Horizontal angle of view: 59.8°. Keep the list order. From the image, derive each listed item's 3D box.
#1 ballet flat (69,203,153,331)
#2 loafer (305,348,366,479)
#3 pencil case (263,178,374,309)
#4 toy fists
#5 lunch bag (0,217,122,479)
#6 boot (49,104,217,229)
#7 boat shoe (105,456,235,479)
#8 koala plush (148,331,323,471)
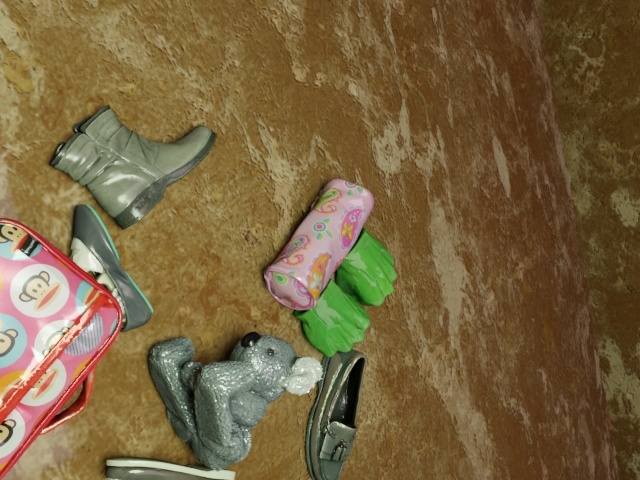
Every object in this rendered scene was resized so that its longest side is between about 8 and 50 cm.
[{"bbox_3d":[-0.317,0.048,0.809,0.074,0.074,0.203,-40,115,-40],"label":"ballet flat"},{"bbox_3d":[0.036,0.346,1.101,0.096,0.084,0.268,20,71,-41],"label":"loafer"},{"bbox_3d":[0.000,0.000,1.095,0.124,0.124,0.284,52,52,-27],"label":"pencil case"},{"bbox_3d":[0.060,0.111,1.152,0.142,0.096,0.279,48,55,-17],"label":"toy fists"},{"bbox_3d":[-0.397,0.144,0.673,0.258,0.120,0.293,49,63,-30],"label":"lunch bag"},{"bbox_3d":[-0.281,-0.149,0.866,0.161,0.083,0.247,51,52,-20],"label":"boot"},{"bbox_3d":[-0.225,0.374,0.846,0.227,0.081,0.069,30,61,-41],"label":"boat shoe"},{"bbox_3d":[-0.124,0.230,0.903,0.221,0.196,0.204,-28,116,-43],"label":"koala plush"}]
